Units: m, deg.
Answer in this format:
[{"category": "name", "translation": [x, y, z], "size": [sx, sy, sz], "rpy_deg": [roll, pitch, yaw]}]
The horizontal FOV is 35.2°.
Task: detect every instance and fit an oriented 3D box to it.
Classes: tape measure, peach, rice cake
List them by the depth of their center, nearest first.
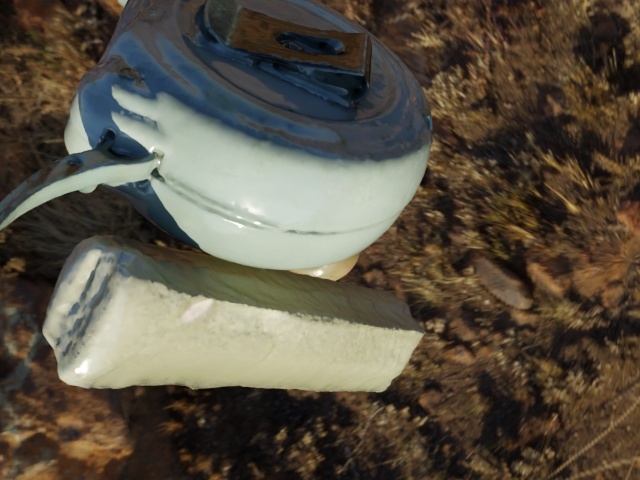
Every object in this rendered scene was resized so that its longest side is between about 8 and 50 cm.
[{"category": "tape measure", "translation": [-0.034, -0.006, 0.361], "size": [0.164, 0.330, 0.084], "rpy_deg": [13, 128, -8]}, {"category": "rice cake", "translation": [-0.025, 0.042, 0.475], "size": [0.052, 0.256, 0.057], "rpy_deg": [27, 96, 32]}, {"category": "peach", "translation": [0.000, 0.002, 0.974], "size": [0.083, 0.083, 0.083], "rpy_deg": [0, 89, 17]}]
